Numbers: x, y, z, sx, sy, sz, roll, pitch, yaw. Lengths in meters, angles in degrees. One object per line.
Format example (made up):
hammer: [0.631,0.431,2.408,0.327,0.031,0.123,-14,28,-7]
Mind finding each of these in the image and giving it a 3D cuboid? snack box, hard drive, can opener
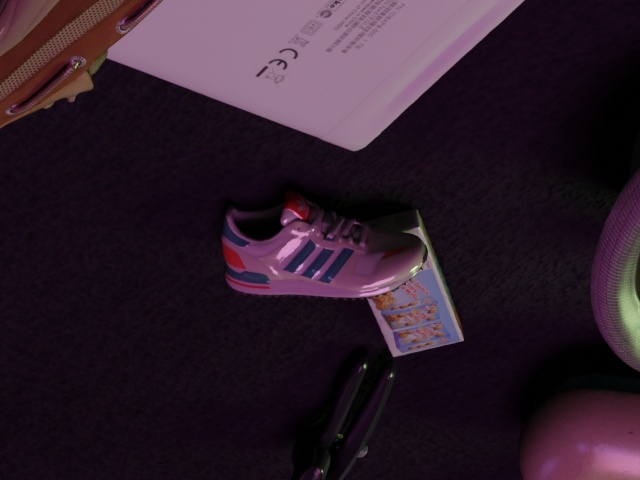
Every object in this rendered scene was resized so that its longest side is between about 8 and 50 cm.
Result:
snack box: [0.069,0.038,1.617,0.064,0.022,0.178,-14,144,8]
hard drive: [-0.050,-0.186,1.265,0.353,0.047,0.233,19,136,-33]
can opener: [0.024,0.167,1.758,0.059,0.073,0.186,16,129,-18]

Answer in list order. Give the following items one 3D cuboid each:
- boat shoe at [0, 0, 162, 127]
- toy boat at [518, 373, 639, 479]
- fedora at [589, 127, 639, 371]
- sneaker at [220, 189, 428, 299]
boat shoe: [-0.182,-0.122,1.185,0.120,0.122,0.324,21,136,-39]
toy boat: [0.334,0.154,1.736,0.267,0.148,0.318,19,142,-8]
fedora: [0.311,-0.029,1.487,0.243,0.124,0.275,-7,137,-6]
sneaker: [0.000,0.000,1.510,0.161,0.057,0.075,-1,127,10]
